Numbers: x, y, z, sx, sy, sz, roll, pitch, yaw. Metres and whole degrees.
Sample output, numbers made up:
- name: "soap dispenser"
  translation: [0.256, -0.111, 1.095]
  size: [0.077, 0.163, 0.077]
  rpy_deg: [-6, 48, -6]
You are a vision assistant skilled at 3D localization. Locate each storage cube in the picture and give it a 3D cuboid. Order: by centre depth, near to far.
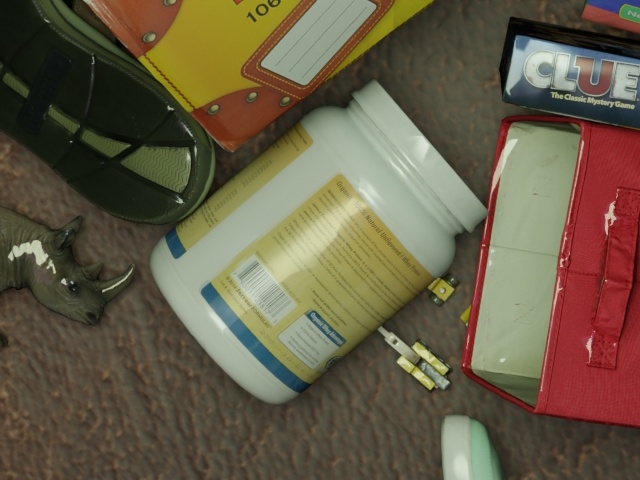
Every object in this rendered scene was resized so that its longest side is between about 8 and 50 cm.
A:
- name: "storage cube"
  translation: [0.218, 0.022, 1.160]
  size: [0.193, 0.215, 0.183]
  rpy_deg: [8, 93, -9]

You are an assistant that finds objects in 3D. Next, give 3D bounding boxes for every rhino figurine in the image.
- name: "rhino figurine"
  translation: [-0.252, 0.028, 1.263]
  size: [0.243, 0.073, 0.106]
  rpy_deg: [-4, 95, 2]

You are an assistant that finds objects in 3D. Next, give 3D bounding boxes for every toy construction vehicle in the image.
- name: "toy construction vehicle"
  translation: [0.087, 0.060, 1.260]
  size: [0.098, 0.035, 0.086]
  rpy_deg: [44, 94, 1]

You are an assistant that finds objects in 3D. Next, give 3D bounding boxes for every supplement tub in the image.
- name: "supplement tub"
  translation: [0.000, 0.000, 1.208]
  size: [0.200, 0.144, 0.144]
  rpy_deg: [-40, 90, 5]

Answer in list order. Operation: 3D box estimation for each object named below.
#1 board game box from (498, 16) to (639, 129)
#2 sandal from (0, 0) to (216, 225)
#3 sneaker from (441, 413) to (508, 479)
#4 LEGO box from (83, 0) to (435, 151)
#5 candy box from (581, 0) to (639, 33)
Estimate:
- name: "board game box"
  translation: [0.199, -0.103, 1.140]
  size: [0.165, 0.243, 0.042]
  rpy_deg: [12, 101, 3]
- name: "sandal"
  translation: [-0.182, -0.120, 1.241]
  size: [0.303, 0.086, 0.120]
  rpy_deg: [45, 113, 16]
- name: "sneaker"
  translation: [0.181, 0.217, 1.231]
  size: [0.151, 0.094, 0.255]
  rpy_deg: [-21, 101, 10]
- name: "LEGO box"
  translation: [0.027, -0.360, 1.086]
  size: [0.500, 0.193, 0.372]
  rpy_deg: [-36, 57, 4]
- name: "candy box"
  translation: [0.341, -0.262, 1.138]
  size: [0.268, 0.122, 0.317]
  rpy_deg: [17, 70, 3]
